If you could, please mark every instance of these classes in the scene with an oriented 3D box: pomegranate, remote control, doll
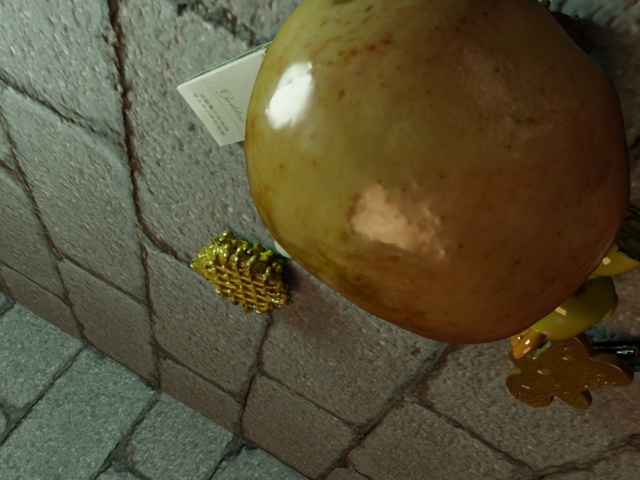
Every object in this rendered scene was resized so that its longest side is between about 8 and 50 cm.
[{"bbox_3d":[0.110,-0.086,0.510,0.339,0.338,0.338,22,145,17],"label":"pomegranate"},{"bbox_3d":[0.375,0.171,0.839,0.059,0.028,0.212,47,144,-21],"label":"remote control"},{"bbox_3d":[0.281,0.048,0.676,0.136,0.143,0.220,27,139,7],"label":"doll"}]

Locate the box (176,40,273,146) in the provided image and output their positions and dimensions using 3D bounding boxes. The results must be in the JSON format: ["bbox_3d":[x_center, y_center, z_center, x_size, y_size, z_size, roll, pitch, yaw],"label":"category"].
[{"bbox_3d":[-0.101,-0.190,0.779,0.198,0.029,0.109,-4,132,44],"label":"box"}]

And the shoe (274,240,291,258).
[{"bbox_3d":[0.000,0.000,0.865,0.265,0.110,0.095,-19,121,47],"label":"shoe"}]

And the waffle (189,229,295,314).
[{"bbox_3d":[-0.140,0.068,1.103,0.197,0.070,0.193,40,146,-14],"label":"waffle"}]

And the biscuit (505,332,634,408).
[{"bbox_3d":[0.340,0.189,0.839,0.138,0.031,0.205,36,144,9],"label":"biscuit"}]
